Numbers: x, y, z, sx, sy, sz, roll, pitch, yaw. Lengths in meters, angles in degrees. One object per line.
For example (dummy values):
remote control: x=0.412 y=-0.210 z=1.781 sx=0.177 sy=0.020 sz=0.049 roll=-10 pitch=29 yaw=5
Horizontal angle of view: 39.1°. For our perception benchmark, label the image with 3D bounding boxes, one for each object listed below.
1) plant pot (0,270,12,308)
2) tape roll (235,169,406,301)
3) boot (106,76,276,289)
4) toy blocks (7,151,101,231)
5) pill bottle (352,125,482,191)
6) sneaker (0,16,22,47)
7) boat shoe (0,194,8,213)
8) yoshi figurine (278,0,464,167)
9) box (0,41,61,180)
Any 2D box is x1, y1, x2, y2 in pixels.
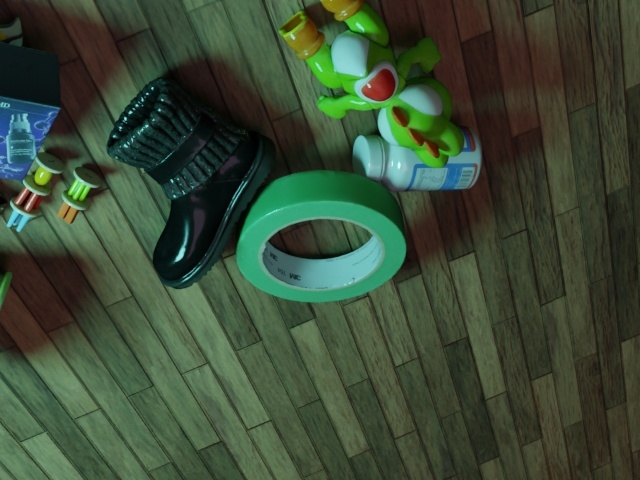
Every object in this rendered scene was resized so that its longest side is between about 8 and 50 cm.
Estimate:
plant pot: x=-0.701 y=0.135 z=1.532 sx=0.253 sy=0.276 sz=0.276 roll=24 pitch=115 yaw=-21
tape roll: x=0.000 y=0.000 z=1.706 sx=0.321 sy=0.077 sz=0.321 roll=-3 pitch=143 yaw=-2
boot: x=-0.266 y=-0.094 z=1.568 sx=0.260 sy=0.131 sz=0.348 roll=22 pitch=106 yaw=-39
toy blocks: x=-0.469 y=-0.068 z=1.570 sx=0.123 sy=0.054 sz=0.148 roll=23 pitch=116 yaw=-31
pill bottle: x=0.178 y=-0.154 z=1.688 sx=0.221 sy=0.124 sz=0.124 roll=-2 pitch=126 yaw=-18
sneaker: x=-0.544 y=-0.315 z=1.353 sx=0.185 sy=0.069 sz=0.084 roll=3 pitch=117 yaw=-29
boat shoe: x=-0.610 y=-0.075 z=1.478 sx=0.073 sy=0.073 sz=0.207 roll=-34 pitch=157 yaw=19
yoshi figurine: x=0.106 y=-0.280 z=1.550 sx=0.362 sy=0.203 sz=0.203 roll=45 pitch=63 yaw=-18
box: x=-0.500 y=-0.197 z=1.372 sx=0.153 sy=0.108 sz=0.207 roll=7 pitch=147 yaw=-31
